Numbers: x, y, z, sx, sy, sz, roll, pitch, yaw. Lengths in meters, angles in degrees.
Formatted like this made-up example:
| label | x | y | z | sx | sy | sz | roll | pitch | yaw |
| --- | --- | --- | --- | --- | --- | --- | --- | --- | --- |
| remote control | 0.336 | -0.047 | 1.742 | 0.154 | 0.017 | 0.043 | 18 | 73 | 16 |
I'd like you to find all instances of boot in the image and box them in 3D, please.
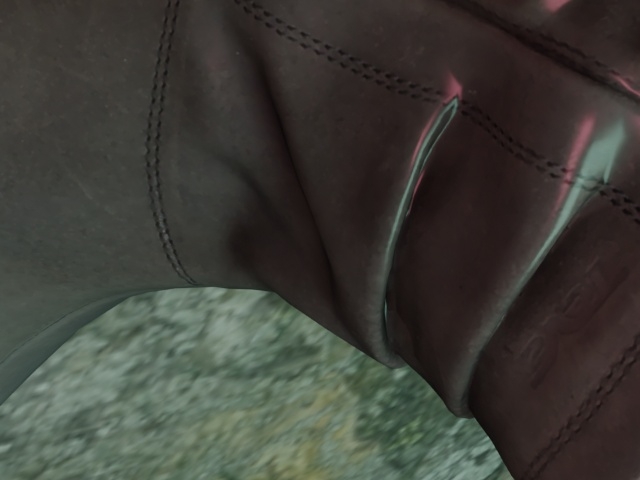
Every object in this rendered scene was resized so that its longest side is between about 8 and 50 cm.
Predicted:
| label | x | y | z | sx | sy | sz | roll | pitch | yaw |
| --- | --- | --- | --- | --- | --- | --- | --- | --- | --- |
| boot | 0.000 | 0.000 | 0.447 | 0.338 | 0.223 | 0.118 | -50 | 158 | 27 |
